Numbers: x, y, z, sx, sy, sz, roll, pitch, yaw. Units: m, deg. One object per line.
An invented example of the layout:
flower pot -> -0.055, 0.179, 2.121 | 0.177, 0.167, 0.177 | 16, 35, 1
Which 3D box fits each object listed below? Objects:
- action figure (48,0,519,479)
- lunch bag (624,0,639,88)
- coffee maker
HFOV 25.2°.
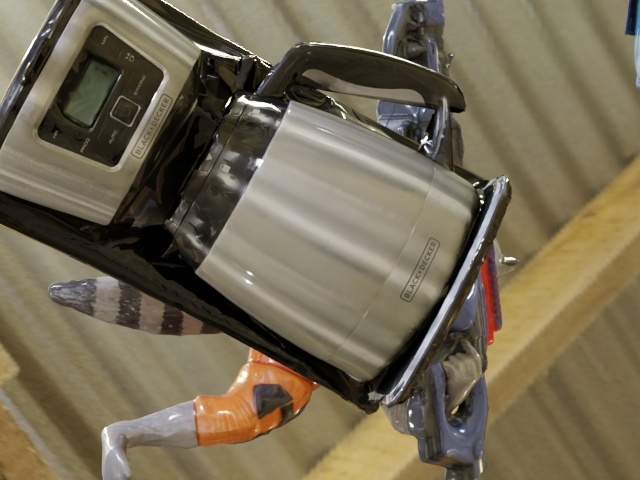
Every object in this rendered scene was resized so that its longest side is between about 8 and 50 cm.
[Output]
action figure -> 0.000, 0.000, 0.981 | 0.330, 0.178, 0.341 | -2, -87, -38
lunch bag -> 0.216, -0.145, 0.676 | 0.090, 0.219, 0.176 | 6, -77, -3
coffee maker -> -0.041, -0.012, 0.557 | 0.178, 0.171, 0.120 | 29, -120, -6
